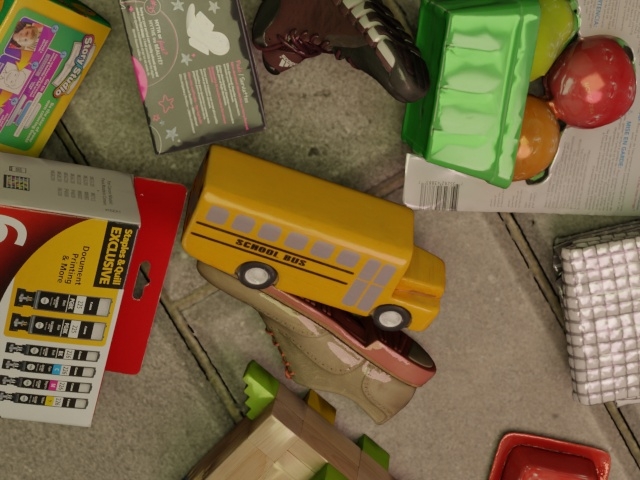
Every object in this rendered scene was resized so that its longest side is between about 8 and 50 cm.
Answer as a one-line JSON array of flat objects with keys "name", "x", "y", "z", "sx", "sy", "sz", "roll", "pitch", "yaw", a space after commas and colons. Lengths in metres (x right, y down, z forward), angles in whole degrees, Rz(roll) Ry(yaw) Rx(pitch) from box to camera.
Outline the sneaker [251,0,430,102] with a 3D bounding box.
[{"name": "sneaker", "x": 0.012, "y": -0.232, "z": 1.770, "sx": 0.162, "sy": 0.281, "sz": 0.106, "roll": -41, "pitch": 145, "yaw": 17}]

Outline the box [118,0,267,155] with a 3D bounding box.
[{"name": "box", "x": -0.159, "y": -0.245, "z": 1.770, "sx": 0.142, "sy": 0.163, "sz": 0.247, "roll": -12, "pitch": 102, "yaw": -3}]

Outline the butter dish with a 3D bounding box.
[{"name": "butter dish", "x": 0.306, "y": 0.354, "z": 1.944, "sx": 0.160, "sy": 0.118, "sz": 0.159, "roll": 13, "pitch": 100, "yaw": -5}]

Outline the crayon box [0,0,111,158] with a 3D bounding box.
[{"name": "crayon box", "x": -0.392, "y": -0.181, "z": 1.767, "sx": 0.081, "sy": 0.165, "sz": 0.278, "roll": 37, "pitch": 100, "yaw": 31}]

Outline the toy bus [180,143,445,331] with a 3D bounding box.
[{"name": "toy bus", "x": 0.000, "y": 0.000, "z": 1.786, "sx": 0.333, "sy": 0.108, "sz": 0.130, "roll": 18, "pitch": 133, "yaw": -12}]

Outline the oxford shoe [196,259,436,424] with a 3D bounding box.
[{"name": "oxford shoe", "x": -0.026, "y": 0.123, "z": 1.880, "sx": 0.348, "sy": 0.123, "sz": 0.130, "roll": 33, "pitch": 107, "yaw": -6}]

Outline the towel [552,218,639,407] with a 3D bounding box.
[{"name": "towel", "x": 0.447, "y": 0.082, "z": 1.896, "sx": 0.284, "sy": 0.121, "sz": 0.235, "roll": -11, "pitch": 106, "yaw": 0}]

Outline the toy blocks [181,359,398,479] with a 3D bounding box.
[{"name": "toy blocks", "x": -0.036, "y": 0.380, "z": 1.922, "sx": 0.381, "sy": 0.191, "sz": 0.261, "roll": 41, "pitch": 109, "yaw": -9}]

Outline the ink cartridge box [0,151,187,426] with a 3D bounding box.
[{"name": "ink cartridge box", "x": -0.319, "y": 0.066, "z": 1.785, "sx": 0.272, "sy": 0.130, "sz": 0.309, "roll": 8, "pitch": 121, "yaw": -16}]

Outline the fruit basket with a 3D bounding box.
[{"name": "fruit basket", "x": 0.281, "y": -0.193, "z": 1.828, "sx": 0.353, "sy": 0.165, "sz": 0.327, "roll": -1, "pitch": 109, "yaw": -23}]
